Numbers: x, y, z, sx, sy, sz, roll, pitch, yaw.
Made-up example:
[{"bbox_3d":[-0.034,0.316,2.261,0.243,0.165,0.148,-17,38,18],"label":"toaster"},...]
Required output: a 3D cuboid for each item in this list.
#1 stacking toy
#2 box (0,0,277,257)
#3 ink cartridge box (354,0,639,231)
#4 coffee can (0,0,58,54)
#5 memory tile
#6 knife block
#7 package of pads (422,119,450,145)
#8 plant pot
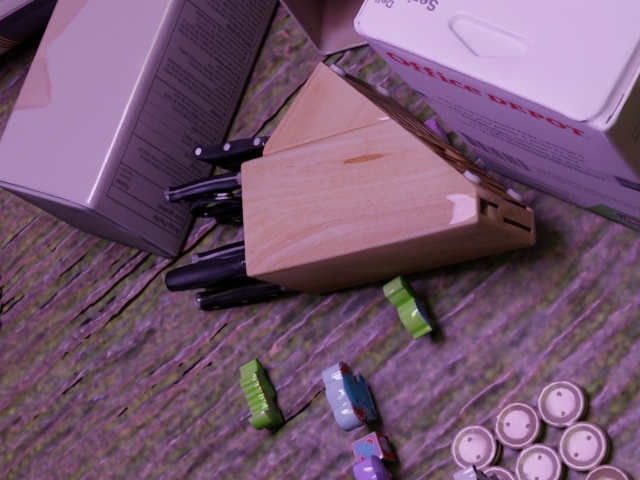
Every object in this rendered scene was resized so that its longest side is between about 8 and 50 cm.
[{"bbox_3d":[0.031,0.153,1.198,0.167,0.052,0.221,-31,61,20],"label":"stacking toy"},{"bbox_3d":[-0.146,-0.158,1.348,0.121,0.148,0.311,16,79,30],"label":"box"},{"bbox_3d":[0.174,-0.109,1.098,0.198,0.273,0.115,26,85,30],"label":"ink cartridge box"},{"bbox_3d":[-0.338,-0.257,1.441,0.275,0.201,0.201,-27,63,16],"label":"coffee can"},{"bbox_3d":[0.168,0.182,1.153,0.113,0.012,0.148,-31,61,14],"label":"memory tile"},{"bbox_3d":[0.000,0.000,1.235,0.275,0.088,0.242,42,106,36],"label":"knife block"},{"bbox_3d":[0.086,-0.049,1.261,0.050,0.032,0.083,-27,63,16],"label":"package of pads"},{"bbox_3d":[0.027,-0.234,1.317,0.109,0.109,0.096,-13,55,21],"label":"plant pot"}]
